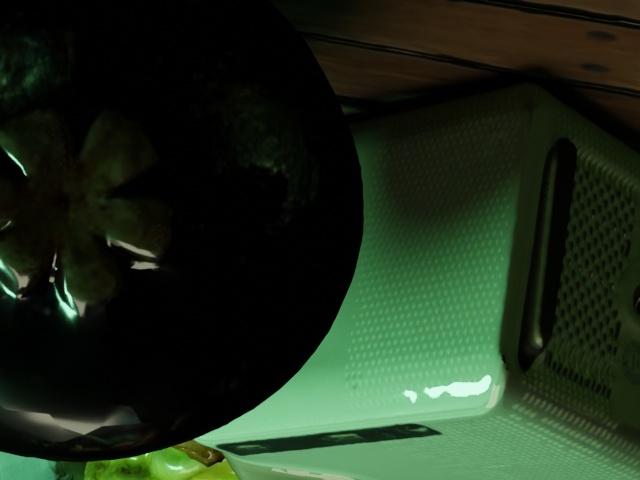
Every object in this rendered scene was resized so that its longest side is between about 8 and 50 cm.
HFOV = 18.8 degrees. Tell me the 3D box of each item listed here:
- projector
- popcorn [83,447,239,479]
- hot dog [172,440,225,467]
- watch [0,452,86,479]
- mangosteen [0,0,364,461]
[{"bbox_3d":[0.057,0.039,0.902,0.242,0.163,0.177,-12,150,42],"label":"projector"},{"bbox_3d":[-0.052,0.177,1.324,0.242,0.235,0.250,-3,124,13],"label":"popcorn"},{"bbox_3d":[-0.163,0.031,1.032,0.272,0.122,0.196,18,178,-4],"label":"hot dog"},{"bbox_3d":[-0.246,0.133,1.239,0.068,0.276,0.274,-30,145,16],"label":"watch"},{"bbox_3d":[-0.096,-0.021,0.760,0.243,0.243,0.243,11,162,4],"label":"mangosteen"}]
